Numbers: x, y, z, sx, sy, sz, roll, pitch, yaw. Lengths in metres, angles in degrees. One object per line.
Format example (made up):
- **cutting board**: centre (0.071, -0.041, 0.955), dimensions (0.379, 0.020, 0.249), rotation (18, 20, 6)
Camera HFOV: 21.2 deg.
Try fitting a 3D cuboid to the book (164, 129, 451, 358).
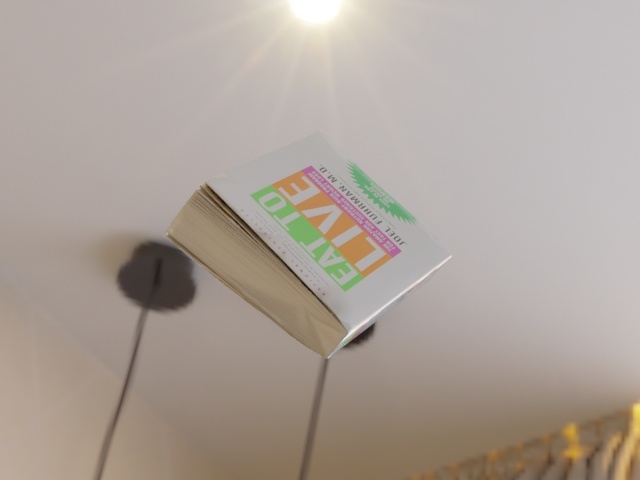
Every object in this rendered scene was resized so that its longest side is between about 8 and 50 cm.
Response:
- **book**: centre (0.000, 0.000, 0.826), dimensions (0.096, 0.144, 0.035), rotation (42, -65, 7)
